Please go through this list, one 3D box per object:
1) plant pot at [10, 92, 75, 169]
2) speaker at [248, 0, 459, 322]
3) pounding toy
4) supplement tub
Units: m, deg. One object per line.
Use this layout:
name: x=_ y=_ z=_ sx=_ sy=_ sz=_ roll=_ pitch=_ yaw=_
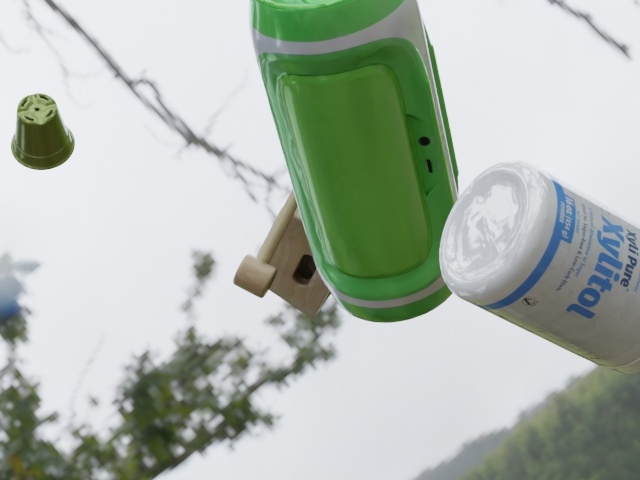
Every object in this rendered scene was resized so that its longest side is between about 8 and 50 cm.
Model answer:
plant pot: x=-0.361 y=-0.147 z=1.927 sx=0.083 sy=0.083 sz=0.079 roll=-35 pitch=-25 yaw=-24
speaker: x=0.033 y=-0.080 z=1.149 sx=0.131 sy=0.131 sz=0.296 roll=-35 pitch=-48 yaw=-23
pounding toy: x=0.000 y=-0.002 z=1.484 sx=0.206 sy=0.094 sz=0.181 roll=-54 pitch=-5 yaw=-39
supplement tub: x=0.116 y=0.013 z=0.700 sx=0.107 sy=0.071 sz=0.071 roll=25 pitch=-57 yaw=-29
